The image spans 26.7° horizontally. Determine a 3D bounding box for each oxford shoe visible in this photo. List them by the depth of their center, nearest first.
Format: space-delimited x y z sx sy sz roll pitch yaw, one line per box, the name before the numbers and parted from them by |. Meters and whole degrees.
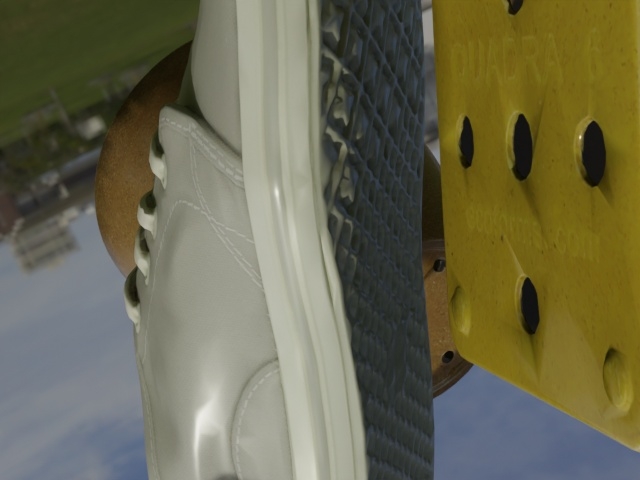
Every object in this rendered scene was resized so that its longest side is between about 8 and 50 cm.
oxford shoe | -0.025 -0.010 0.589 0.130 0.449 0.169 8 -151 19

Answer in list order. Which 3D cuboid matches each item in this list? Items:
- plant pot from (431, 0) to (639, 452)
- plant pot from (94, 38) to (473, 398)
plant pot | 0.143 -0.033 0.390 0.187 0.212 0.212 -6 -173 -13
plant pot | 0.000 0.000 0.910 0.237 0.237 0.254 -28 -146 -15
